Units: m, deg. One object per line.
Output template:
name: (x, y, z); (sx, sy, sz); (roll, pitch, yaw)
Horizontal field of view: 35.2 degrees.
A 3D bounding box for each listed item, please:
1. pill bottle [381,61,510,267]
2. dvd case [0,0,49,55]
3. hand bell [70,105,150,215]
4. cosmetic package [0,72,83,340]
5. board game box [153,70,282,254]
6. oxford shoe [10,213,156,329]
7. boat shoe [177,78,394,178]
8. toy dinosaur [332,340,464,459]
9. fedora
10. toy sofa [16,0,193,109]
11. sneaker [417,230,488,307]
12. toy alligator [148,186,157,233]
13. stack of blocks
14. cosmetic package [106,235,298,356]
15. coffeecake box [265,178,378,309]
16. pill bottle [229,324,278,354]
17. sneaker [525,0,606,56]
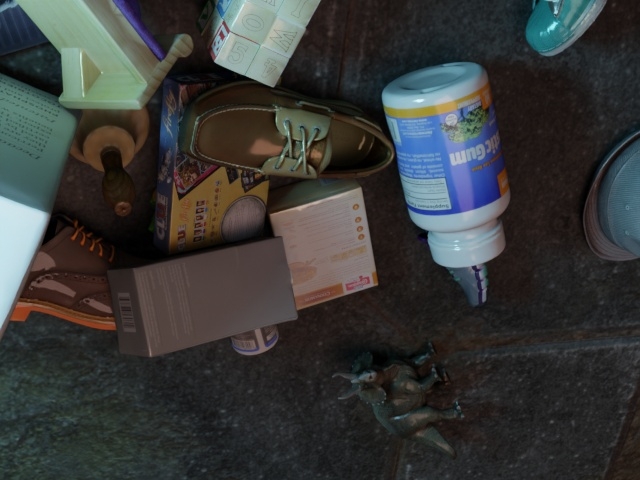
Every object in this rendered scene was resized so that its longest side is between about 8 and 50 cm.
pill bottle: (0.189, -0.105, 1.452); (0.152, 0.152, 0.272); (-19, 113, -6)
dvd case: (-0.389, -0.313, 1.240); (0.221, 0.018, 0.164); (-18, 124, -6)
hand bell: (-0.262, -0.097, 1.283); (0.126, 0.242, 0.126); (-9, 124, -14)
cosmetic package: (-0.485, -0.021, 1.102); (0.327, 0.393, 0.329); (23, 107, -17)
board game box: (-0.143, -0.110, 1.388); (0.165, 0.042, 0.243); (-12, 121, -38)
oxford shoe: (-0.331, 0.039, 1.421); (0.364, 0.130, 0.132); (2, 114, -20)
boat shoe: (-0.030, -0.140, 1.350); (0.324, 0.120, 0.122); (-4, 116, -40)
toy dinosaur: (0.149, 0.274, 1.753); (0.160, 0.121, 0.313); (-23, 131, 11)
fedora: (0.564, -0.051, 1.657); (0.244, 0.124, 0.275); (-11, 124, -11)
toy sofa: (-0.296, -0.323, 1.108); (0.362, 0.150, 0.177); (54, 55, -41)
sneaker: (0.208, 0.013, 1.618); (0.098, 0.083, 0.223); (-13, 114, 2)
toy alligator: (-0.188, -0.093, 1.428); (0.189, 0.051, 0.056); (-52, 137, -6)
stack of blocks: (-0.043, -0.360, 1.231); (0.087, 0.171, 0.297); (19, 114, -28)
cosmetic package: (-0.161, 0.075, 1.405); (0.238, 0.107, 0.127); (-10, 93, -35)
coffeecake box: (0.000, 0.000, 1.537); (0.142, 0.068, 0.185); (-17, 125, -8)
pill bottle: (-0.114, 0.103, 1.560); (0.078, 0.078, 0.137); (-17, 125, -7)
sneaker: (0.348, -0.405, 1.377); (0.121, 0.108, 0.302); (21, 105, -27)
